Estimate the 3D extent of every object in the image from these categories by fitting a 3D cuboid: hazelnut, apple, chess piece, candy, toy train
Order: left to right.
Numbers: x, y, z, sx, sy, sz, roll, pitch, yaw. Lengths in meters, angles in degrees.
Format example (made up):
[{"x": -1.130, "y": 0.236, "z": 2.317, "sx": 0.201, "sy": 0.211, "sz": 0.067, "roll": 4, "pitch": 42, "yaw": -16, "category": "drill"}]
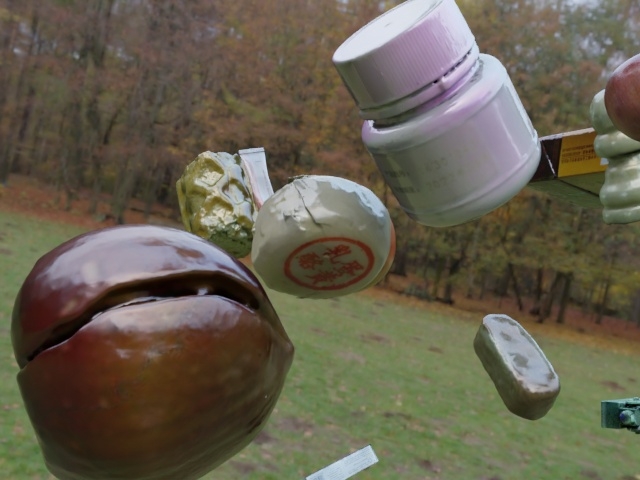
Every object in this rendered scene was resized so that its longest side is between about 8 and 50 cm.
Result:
[{"x": -0.259, "y": 0.166, "z": 1.153, "sx": 0.402, "sy": 0.429, "sz": 0.402, "roll": 0, "pitch": 44, "yaw": 0, "category": "hazelnut"}, {"x": 0.418, "y": 0.267, "z": 1.702, "sx": 0.102, "sy": 0.104, "sz": 0.234, "roll": -6, "pitch": 46, "yaw": -19, "category": "candy"}, {"x": 0.556, "y": -0.160, "z": 1.444, "sx": 0.133, "sy": 0.243, "sz": 0.133, "roll": -17, "pitch": 8, "yaw": 2, "category": "chess piece"}, {"x": 0.623, "y": 0.344, "z": 1.564, "sx": 0.172, "sy": 0.070, "sz": 0.099, "roll": 9, "pitch": -10, "yaw": -44, "category": "toy train"}, {"x": 0.516, "y": -0.215, "z": 1.202, "sx": 0.153, "sy": 0.120, "sz": 0.153, "roll": 0, "pitch": -25, "yaw": 0, "category": "apple"}]

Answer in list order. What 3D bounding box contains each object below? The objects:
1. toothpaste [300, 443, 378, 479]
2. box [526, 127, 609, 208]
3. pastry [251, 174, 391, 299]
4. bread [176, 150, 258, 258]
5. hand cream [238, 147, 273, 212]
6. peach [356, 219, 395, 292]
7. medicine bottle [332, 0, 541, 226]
[{"x": 0.027, "y": 0.386, "z": 1.316, "sx": 0.164, "sy": 0.034, "sz": 0.046, "roll": -12, "pitch": -20, "yaw": -46, "category": "toothpaste"}, {"x": 0.682, "y": -0.165, "z": 1.763, "sx": 0.264, "sy": 0.115, "sz": 0.415, "roll": 14, "pitch": -11, "yaw": -34, "category": "box"}, {"x": 0.001, "y": 0.001, "z": 1.382, "sx": 0.265, "sy": 0.133, "sz": 0.265, "roll": -3, "pitch": -37, "yaw": -3, "category": "pastry"}, {"x": -0.257, "y": -0.089, "z": 2.033, "sx": 0.196, "sy": 0.252, "sz": 0.238, "roll": -24, "pitch": -18, "yaw": 25, "category": "bread"}, {"x": -0.131, "y": -0.107, "z": 1.758, "sx": 0.038, "sy": 0.216, "sz": 0.052, "roll": -28, "pitch": -21, "yaw": 34, "category": "hand cream"}, {"x": 0.048, "y": 0.006, "z": 1.688, "sx": 0.231, "sy": 0.231, "sz": 0.231, "roll": 13, "pitch": 0, "yaw": 0, "category": "peach"}, {"x": 0.175, "y": -0.200, "z": 1.211, "sx": 0.302, "sy": 0.241, "sz": 0.241, "roll": 56, "pitch": -20, "yaw": -23, "category": "medicine bottle"}]
